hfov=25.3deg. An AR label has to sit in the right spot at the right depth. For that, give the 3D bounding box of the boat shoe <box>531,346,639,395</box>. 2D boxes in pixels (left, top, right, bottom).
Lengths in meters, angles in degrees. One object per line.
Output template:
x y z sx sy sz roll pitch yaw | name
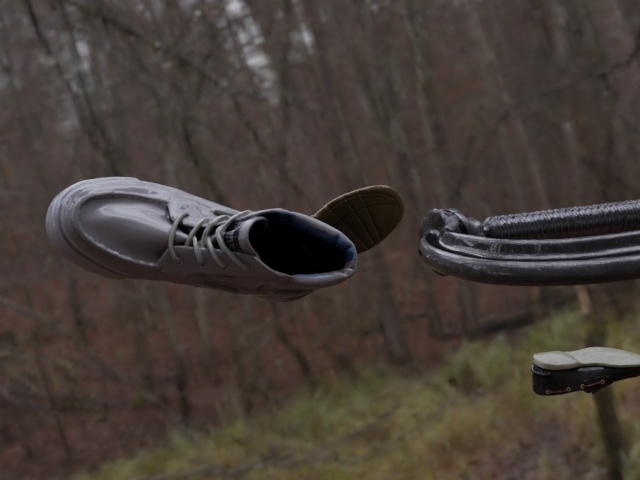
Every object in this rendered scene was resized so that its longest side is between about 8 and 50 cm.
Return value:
0.282 0.139 1.500 0.133 0.042 0.049 -3 17 -20 | boat shoe

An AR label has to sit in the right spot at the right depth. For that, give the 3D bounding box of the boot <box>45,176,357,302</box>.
-0.095 -0.007 1.222 0.258 0.095 0.123 11 -14 -28 | boot

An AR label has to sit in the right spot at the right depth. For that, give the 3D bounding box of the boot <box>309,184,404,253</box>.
0.000 0.000 1.831 0.213 0.077 0.165 -33 4 -7 | boot

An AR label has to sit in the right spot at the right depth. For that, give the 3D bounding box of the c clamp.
0.097 -0.002 0.457 0.160 0.022 0.137 -8 11 -29 | c clamp
